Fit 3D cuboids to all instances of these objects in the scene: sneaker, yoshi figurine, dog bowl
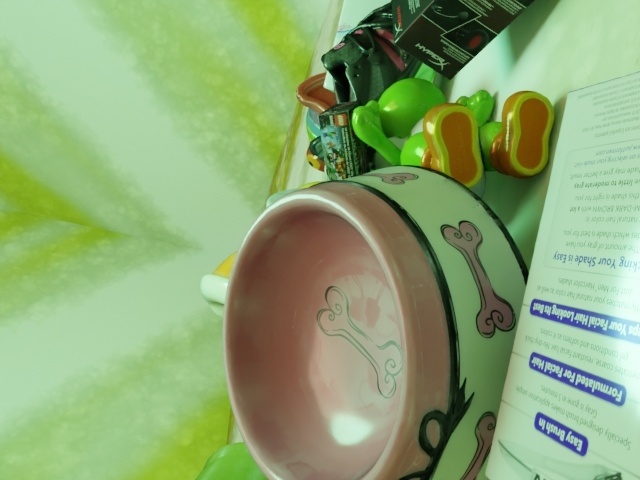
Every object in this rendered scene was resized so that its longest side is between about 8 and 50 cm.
[{"bbox_3d":[0.112,-0.336,1.166,0.185,0.202,0.483,143,147,-82],"label":"sneaker"},{"bbox_3d":[0.154,-0.158,0.908,0.203,0.203,0.362,-52,13,-5],"label":"yoshi figurine"},{"bbox_3d":[0.033,0.114,0.739,0.408,0.150,0.408,-1,88,52],"label":"dog bowl"}]

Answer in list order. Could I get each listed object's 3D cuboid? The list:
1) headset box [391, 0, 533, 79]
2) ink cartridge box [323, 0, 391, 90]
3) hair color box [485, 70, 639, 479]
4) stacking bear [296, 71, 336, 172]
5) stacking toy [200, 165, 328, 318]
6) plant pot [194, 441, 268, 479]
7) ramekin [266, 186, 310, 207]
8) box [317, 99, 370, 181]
[{"bbox_3d":[0.224,-0.396,0.861,0.293,0.110,0.218,-42,34,41],"label":"headset box"},{"bbox_3d":[0.113,-0.428,1.370,0.201,0.117,0.278,-17,-58,-74],"label":"ink cartridge box"},{"bbox_3d":[0.240,0.051,0.479,0.185,0.110,0.339,-168,92,-77],"label":"hair color box"},{"bbox_3d":[0.031,-0.279,1.682,0.164,0.175,0.289,-41,-17,-24],"label":"stacking bear"},{"bbox_3d":[0.000,0.000,1.397,0.480,0.350,0.350,-61,7,-16],"label":"stacking toy"},{"bbox_3d":[-0.168,0.618,1.338,0.353,0.366,0.367,-74,2,-65],"label":"plant pot"},{"bbox_3d":[0.043,-0.006,1.115,0.273,0.272,0.127,-118,28,-72],"label":"ramekin"},{"bbox_3d":[0.043,-0.125,1.000,0.233,0.044,0.159,-64,-33,-73],"label":"box"}]
